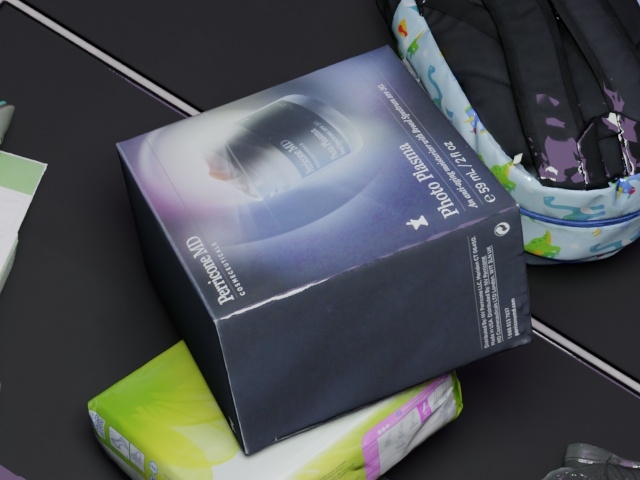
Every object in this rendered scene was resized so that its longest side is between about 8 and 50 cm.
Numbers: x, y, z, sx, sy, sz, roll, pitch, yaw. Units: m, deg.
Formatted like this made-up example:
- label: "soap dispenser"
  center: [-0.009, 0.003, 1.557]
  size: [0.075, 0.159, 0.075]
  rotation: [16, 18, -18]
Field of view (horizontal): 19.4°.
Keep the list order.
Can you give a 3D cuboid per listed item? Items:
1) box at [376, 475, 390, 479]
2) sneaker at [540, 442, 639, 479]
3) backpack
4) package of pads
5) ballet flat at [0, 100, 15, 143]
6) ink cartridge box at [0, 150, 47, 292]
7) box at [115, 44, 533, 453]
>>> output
- label: "box"
  center: [0.054, 0.335, 1.763]
  size: [0.147, 0.077, 0.180]
  rotation: [34, 61, 9]
- label: "sneaker"
  center: [0.291, 0.258, 1.868]
  size: [0.170, 0.051, 0.089]
  rotation: [16, 60, 3]
- label: "backpack"
  center: [0.241, -0.148, 1.983]
  size: [0.290, 0.273, 0.355]
  rotation: [-12, 43, -19]
- label: "package of pads"
  center: [-0.036, 0.162, 1.786]
  size: [0.296, 0.101, 0.229]
  rotation: [-34, 47, -24]
- label: "ballet flat"
  center: [-0.375, -0.073, 1.879]
  size: [0.213, 0.072, 0.068]
  rotation: [-33, 88, -45]
- label: "ink cartridge box"
  center: [-0.387, -0.015, 1.886]
  size: [0.171, 0.056, 0.235]
  rotation: [16, 36, -2]
- label: "box"
  center: [0.000, 0.000, 1.747]
  size: [0.294, 0.182, 0.296]
  rotation: [-22, 41, -11]
